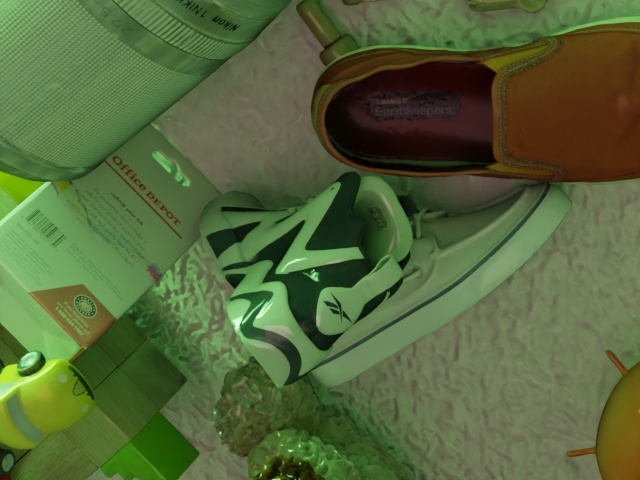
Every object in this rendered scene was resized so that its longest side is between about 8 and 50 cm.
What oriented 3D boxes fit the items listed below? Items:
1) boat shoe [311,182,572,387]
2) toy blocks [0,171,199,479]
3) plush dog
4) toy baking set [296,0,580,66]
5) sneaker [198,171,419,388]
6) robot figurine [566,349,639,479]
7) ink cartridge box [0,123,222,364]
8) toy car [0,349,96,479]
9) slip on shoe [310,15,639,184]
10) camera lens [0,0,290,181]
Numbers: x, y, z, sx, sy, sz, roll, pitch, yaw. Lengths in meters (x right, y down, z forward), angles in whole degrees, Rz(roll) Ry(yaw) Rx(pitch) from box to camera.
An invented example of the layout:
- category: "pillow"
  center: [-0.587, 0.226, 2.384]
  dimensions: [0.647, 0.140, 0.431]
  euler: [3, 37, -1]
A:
- category: "boat shoe"
  center: [0.071, 0.021, 1.367]
  dimensions: [0.258, 0.095, 0.084]
  euler: [-36, 100, 24]
- category: "toy blocks"
  center: [-0.301, 0.100, 1.488]
  dimensions: [0.381, 0.191, 0.261]
  euler: [46, 127, -2]
- category: "plush dog"
  center: [-0.007, 0.248, 1.397]
  dimensions: [0.211, 0.225, 0.262]
  euler: [12, 115, 13]
- category: "toy baking set"
  center: [0.106, -0.140, 1.333]
  dimensions: [0.197, 0.030, 0.256]
  euler: [-29, 99, 24]
- category: "sneaker"
  center: [0.000, 0.000, 1.333]
  dimensions: [0.153, 0.235, 0.094]
  euler: [-33, 111, 5]
- category: "robot figurine"
  center: [0.301, 0.158, 1.329]
  dimensions: [0.219, 0.128, 0.158]
  euler: [20, 141, 9]
- category: "ink cartridge box"
  center: [-0.175, -0.001, 1.400]
  dimensions: [0.115, 0.198, 0.067]
  euler: [46, 140, -3]
- category: "toy car"
  center: [-0.303, 0.122, 1.358]
  dimensions: [0.225, 0.053, 0.239]
  euler: [33, 137, -5]
- category: "slip on shoe"
  center: [0.149, -0.091, 1.271]
  dimensions: [0.331, 0.101, 0.123]
  euler: [0, 106, 13]
- category: "camera lens"
  center: [-0.165, -0.191, 1.295]
  dimensions: [0.274, 0.219, 0.219]
  euler: [-36, 96, 25]
